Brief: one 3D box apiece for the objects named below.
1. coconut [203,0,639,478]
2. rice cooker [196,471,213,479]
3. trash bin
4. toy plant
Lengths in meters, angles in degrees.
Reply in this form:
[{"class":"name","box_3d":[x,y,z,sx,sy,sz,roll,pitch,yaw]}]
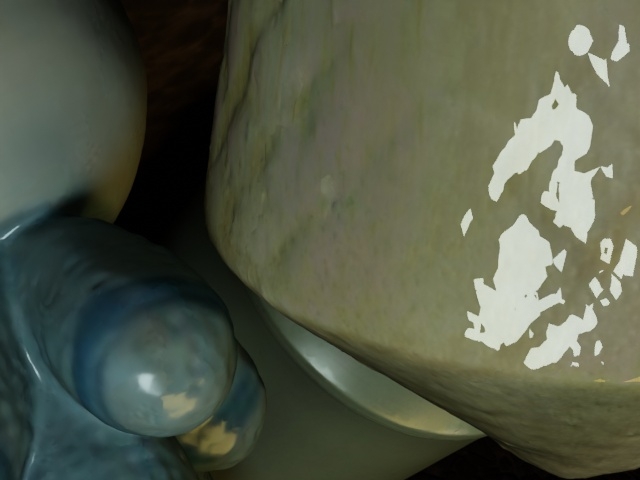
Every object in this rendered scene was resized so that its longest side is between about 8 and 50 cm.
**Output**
[{"class":"coconut","box_3d":[0.131,-0.077,0.839,0.415,0.344,0.415,-44,141,-52]},{"class":"rice cooker","box_3d":[-0.212,0.135,1.110,0.264,0.316,0.316,-26,164,-8]},{"class":"trash bin","box_3d":[-0.015,0.071,1.289,0.280,0.280,0.432,-16,162,-40]},{"class":"toy plant","box_3d":[-0.141,0.044,0.869,0.247,0.332,0.247,-25,164,-8]}]
